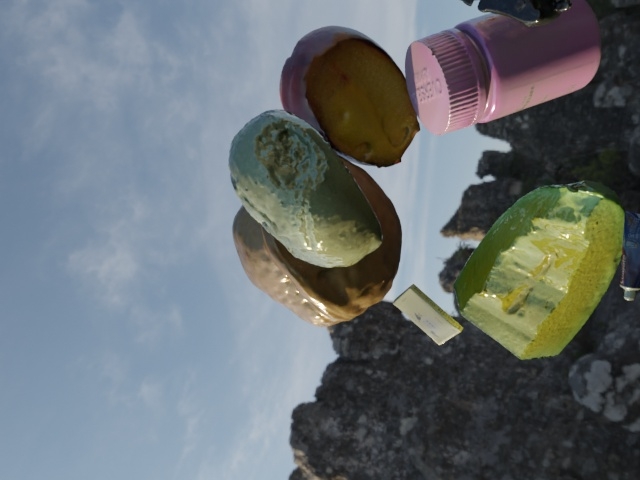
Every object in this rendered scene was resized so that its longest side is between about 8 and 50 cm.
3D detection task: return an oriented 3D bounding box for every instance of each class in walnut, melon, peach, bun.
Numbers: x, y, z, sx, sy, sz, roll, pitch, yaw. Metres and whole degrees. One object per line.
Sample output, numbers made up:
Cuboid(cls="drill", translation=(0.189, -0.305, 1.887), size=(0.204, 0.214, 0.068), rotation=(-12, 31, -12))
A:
Cuboid(cls="walnut", translation=(0.000, 0.000, 1.189), size=(0.381, 0.381, 0.381), rotation=(7, -90, -67))
Cuboid(cls="melon", translation=(0.320, 0.031, 0.765), size=(0.124, 0.196, 0.323), rotation=(-45, -21, -41))
Cuboid(cls="peach", translation=(0.071, -0.310, 1.227), size=(0.281, 0.338, 0.281), rotation=(-44, -10, -10))
Cuboid(cls="bun", translation=(-0.026, -0.048, 0.613), size=(0.108, 0.221, 0.221), rotation=(-38, -33, -3))

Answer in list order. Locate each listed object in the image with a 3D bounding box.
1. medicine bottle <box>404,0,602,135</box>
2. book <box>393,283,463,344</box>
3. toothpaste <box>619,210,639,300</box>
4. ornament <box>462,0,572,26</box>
Cuboid(cls="medicine bottle", translation=(0.313, -0.308, 0.952), size=(0.178, 0.291, 0.178), rotation=(160, 90, -83))
Cuboid(cls="book", translation=(0.180, 0.128, 0.923), size=(0.014, 0.111, 0.077), rotation=(-45, -7, -31))
Cuboid(cls="toothpaste", translation=(0.293, 0.015, 0.507), size=(0.019, 0.027, 0.083), rotation=(-3, -80, -29))
Cuboid(cls="ornament", translation=(0.300, -0.346, 0.747), size=(0.236, 0.202, 0.080), rotation=(-11, -50, -38))
